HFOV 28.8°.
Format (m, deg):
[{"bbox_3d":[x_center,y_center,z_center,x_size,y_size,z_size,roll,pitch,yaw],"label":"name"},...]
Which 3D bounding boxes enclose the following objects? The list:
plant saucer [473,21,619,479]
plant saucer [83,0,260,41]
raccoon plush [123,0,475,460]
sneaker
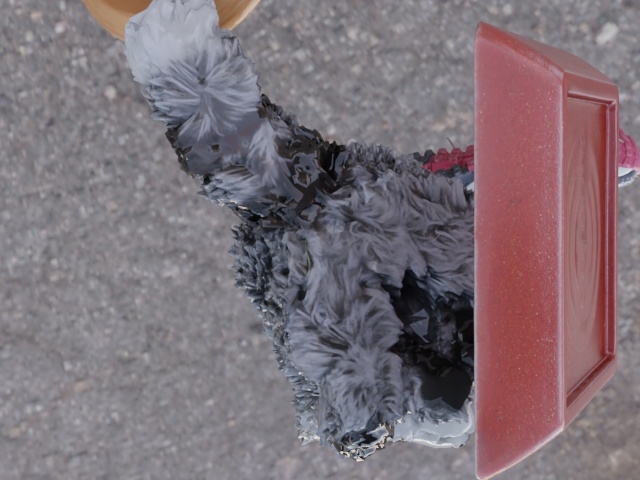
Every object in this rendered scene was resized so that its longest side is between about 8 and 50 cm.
[{"bbox_3d":[0.152,0.000,0.793,0.048,0.258,0.259,1,-175,23],"label":"plant saucer"},{"bbox_3d":[-0.122,-0.251,0.989,0.200,0.200,0.037,-42,163,17],"label":"plant saucer"},{"bbox_3d":[0.000,0.000,1.069,0.216,0.446,0.299,-28,-179,-16],"label":"raccoon plush"},{"bbox_3d":[0.199,-0.053,1.347,0.299,0.121,0.112,-12,117,21],"label":"sneaker"}]
